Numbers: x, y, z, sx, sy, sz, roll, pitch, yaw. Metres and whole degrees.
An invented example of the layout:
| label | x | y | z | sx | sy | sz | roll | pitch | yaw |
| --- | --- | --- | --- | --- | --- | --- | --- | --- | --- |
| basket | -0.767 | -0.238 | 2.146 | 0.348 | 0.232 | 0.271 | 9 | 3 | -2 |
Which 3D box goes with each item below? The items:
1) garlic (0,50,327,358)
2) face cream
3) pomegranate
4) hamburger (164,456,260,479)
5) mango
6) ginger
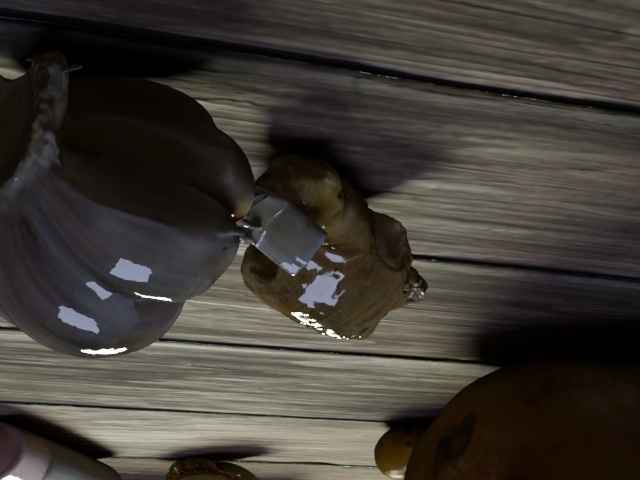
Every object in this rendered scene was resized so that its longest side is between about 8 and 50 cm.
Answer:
| label | x | y | z | sx | sy | sz | roll | pitch | yaw |
| --- | --- | --- | --- | --- | --- | --- | --- | --- | --- |
| garlic | -0.079 | -0.004 | 0.687 | 0.131 | 0.127 | 0.194 | -22 | 153 | 34 |
| face cream | -0.287 | 0.239 | 1.487 | 0.107 | 0.073 | 0.269 | -12 | 160 | 12 |
| pomegranate | 0.233 | 0.252 | 1.195 | 0.342 | 0.343 | 0.342 | -2 | 162 | -1 |
| hamburger | -0.118 | 0.303 | 1.635 | 0.126 | 0.141 | 0.081 | -6 | -170 | 21 |
| mango | 0.093 | 0.218 | 1.499 | 0.078 | 0.057 | 0.114 | -8 | 166 | -5 |
| ginger | -0.008 | 0.002 | 0.818 | 0.096 | 0.067 | 0.165 | -10 | 148 | 21 |
